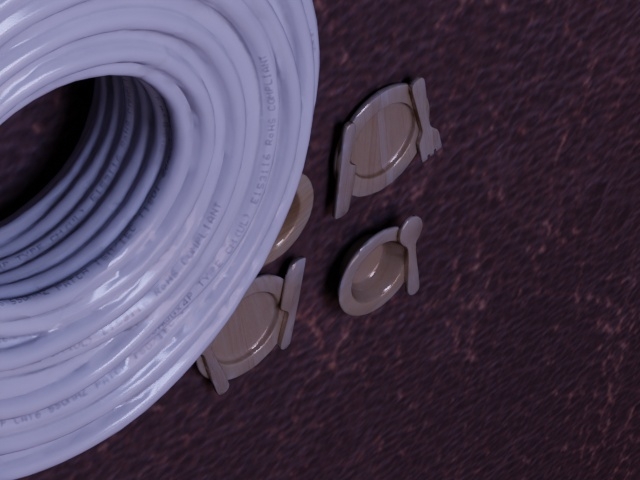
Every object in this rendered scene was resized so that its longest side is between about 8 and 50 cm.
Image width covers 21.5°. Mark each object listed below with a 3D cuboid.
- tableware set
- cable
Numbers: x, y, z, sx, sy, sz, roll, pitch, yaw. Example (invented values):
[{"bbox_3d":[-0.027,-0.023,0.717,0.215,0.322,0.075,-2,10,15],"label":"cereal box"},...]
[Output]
[{"bbox_3d":[0.000,0.000,0.846,0.169,0.020,0.141,-31,142,-30],"label":"tableware set"},{"bbox_3d":[-0.114,-0.030,0.614,0.257,0.089,0.257,-51,147,-2],"label":"cable"}]
